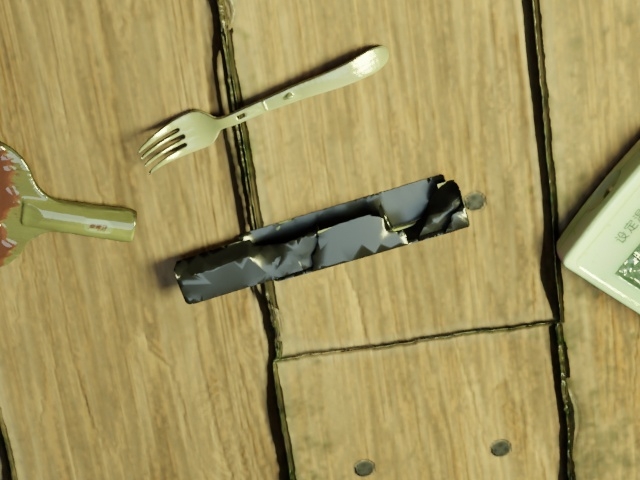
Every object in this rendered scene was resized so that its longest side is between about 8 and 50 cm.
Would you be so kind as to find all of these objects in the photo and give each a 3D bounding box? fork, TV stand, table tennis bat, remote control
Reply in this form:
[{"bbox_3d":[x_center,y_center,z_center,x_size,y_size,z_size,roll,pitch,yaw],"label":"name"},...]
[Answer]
[{"bbox_3d":[-0.046,-0.113,1.565,0.219,0.028,0.034,-24,108,3],"label":"fork"},{"bbox_3d":[0.000,0.000,1.610,0.249,0.042,0.036,-17,118,4],"label":"TV stand"},{"bbox_3d":[-0.270,-0.028,1.590,0.234,0.022,0.131,7,115,-6],"label":"table tennis bat"},{"bbox_3d":[0.377,0.044,1.654,0.344,0.050,0.145,31,110,-17],"label":"remote control"}]
